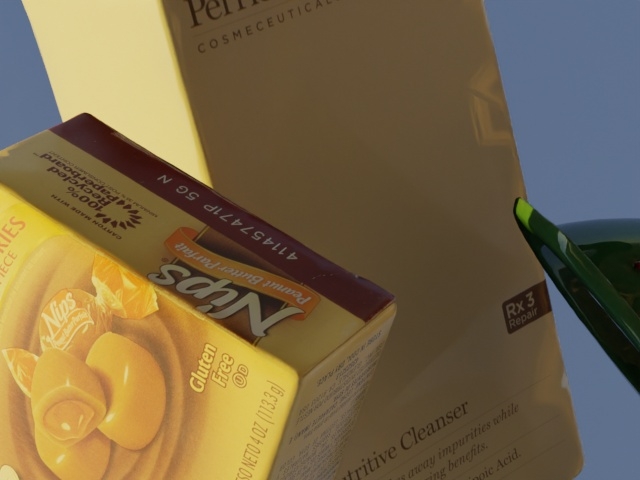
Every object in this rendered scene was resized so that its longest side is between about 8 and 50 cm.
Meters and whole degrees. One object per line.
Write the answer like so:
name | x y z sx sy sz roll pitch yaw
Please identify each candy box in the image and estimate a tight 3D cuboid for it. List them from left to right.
candy box | -0.099 0.120 0.738 0.183 0.316 0.087 32 -143 19

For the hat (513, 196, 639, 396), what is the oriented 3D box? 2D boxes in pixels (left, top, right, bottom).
hat | 0.231 0.010 0.774 0.183 0.173 0.208 -37 -83 1

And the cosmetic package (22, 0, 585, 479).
cosmetic package | 0.000 0.000 0.892 0.217 0.156 0.385 -28 -66 -31
